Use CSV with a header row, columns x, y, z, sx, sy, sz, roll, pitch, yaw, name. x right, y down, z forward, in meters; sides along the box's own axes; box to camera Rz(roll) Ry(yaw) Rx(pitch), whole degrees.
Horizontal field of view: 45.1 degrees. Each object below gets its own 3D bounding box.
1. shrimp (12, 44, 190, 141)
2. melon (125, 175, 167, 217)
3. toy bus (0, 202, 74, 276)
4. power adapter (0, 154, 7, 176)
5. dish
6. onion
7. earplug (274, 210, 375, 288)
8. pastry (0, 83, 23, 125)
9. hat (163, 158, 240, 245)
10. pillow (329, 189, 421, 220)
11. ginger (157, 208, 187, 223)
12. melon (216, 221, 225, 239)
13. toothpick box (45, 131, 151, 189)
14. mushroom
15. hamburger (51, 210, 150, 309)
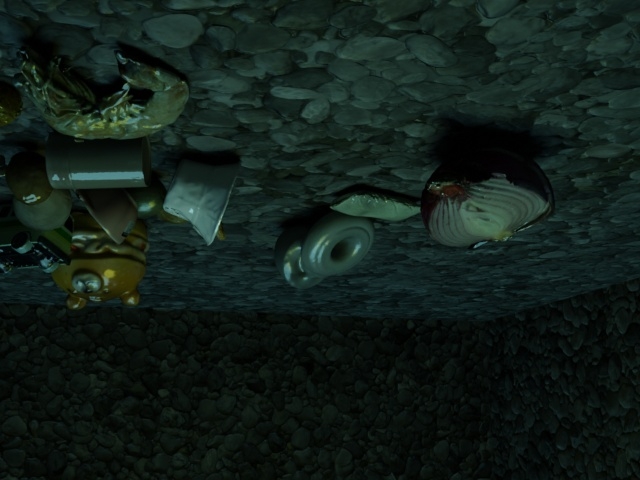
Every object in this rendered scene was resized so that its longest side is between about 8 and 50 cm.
x,y,z,sx,sy,sz,roll,pitch,yaw,name
-0.349,-0.238,1.230,0.247,0.085,0.360,-14,166,16,shrimp
-0.404,-0.099,1.721,0.130,0.098,0.098,0,167,26,melon
-0.758,-0.012,1.920,0.276,0.165,0.133,-4,150,18,toy bus
-0.747,-0.121,1.511,0.255,0.124,0.187,-17,173,-19,power adapter
-0.452,-0.095,1.613,0.090,0.213,0.213,-39,171,-11,dish
0.306,-0.121,1.542,0.267,0.159,0.348,-20,152,23,onion
0.002,0.012,2.065,0.214,0.175,0.325,4,157,-40,earplug
-0.557,-0.229,1.291,0.109,0.057,0.097,11,167,-32,pastry
-0.257,-0.100,1.628,0.126,0.203,0.203,23,160,-12,hat
0.140,-0.083,1.891,0.229,0.051,0.128,9,166,-38,pillow
-0.361,-0.070,1.901,0.096,0.067,0.165,1,170,-11,ginger
-0.270,-0.080,1.831,0.054,0.098,0.182,-24,151,-7,melon
-0.422,-0.153,1.474,0.180,0.111,0.111,-1,166,-2,toothpick box
-0.609,-0.093,1.667,0.128,0.128,0.350,3,166,-13,mushroom
-0.600,0.061,2.074,0.276,0.237,0.276,-3,166,-1,hamburger
